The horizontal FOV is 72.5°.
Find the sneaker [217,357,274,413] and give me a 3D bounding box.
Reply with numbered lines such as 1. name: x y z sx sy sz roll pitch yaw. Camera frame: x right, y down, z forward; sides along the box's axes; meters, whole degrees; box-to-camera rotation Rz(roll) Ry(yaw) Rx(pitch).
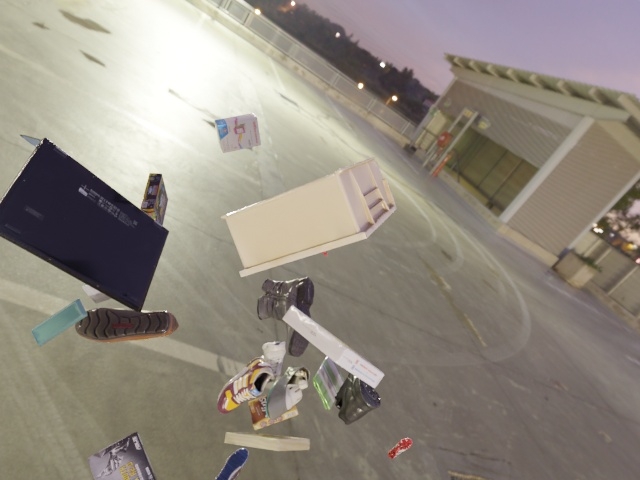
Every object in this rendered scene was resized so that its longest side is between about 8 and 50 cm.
1. sneaker: -0.210 0.414 1.211 0.069 0.185 0.084 47 -11 -34

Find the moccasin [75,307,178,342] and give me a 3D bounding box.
1. moccasin: -0.749 0.325 1.696 0.379 0.147 0.139 -6 71 -5

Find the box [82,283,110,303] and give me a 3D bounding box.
1. box: -0.896 0.181 1.784 0.101 0.087 0.102 -104 176 -52

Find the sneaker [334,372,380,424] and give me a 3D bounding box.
1. sneaker: 0.100 0.442 1.304 0.109 0.130 0.286 46 8 3

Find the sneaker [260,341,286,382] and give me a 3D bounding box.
1. sneaker: -0.197 0.513 1.844 0.109 0.292 0.118 0 55 -13

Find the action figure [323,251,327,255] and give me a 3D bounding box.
1. action figure: 0.000 0.000 1.496 0.030 0.038 0.115 -9 75 -42

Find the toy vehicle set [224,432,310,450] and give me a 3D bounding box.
1. toy vehicle set: -0.190 0.712 1.548 0.166 0.266 0.035 28 59 -45

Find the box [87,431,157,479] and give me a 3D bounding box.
1. box: -0.720 0.859 1.604 0.183 0.056 0.231 -23 70 -24

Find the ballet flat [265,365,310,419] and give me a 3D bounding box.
1. ballet flat: -0.069 0.353 1.039 0.213 0.068 0.072 -31 112 -77

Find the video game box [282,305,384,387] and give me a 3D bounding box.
1. video game box: 0.030 0.249 1.026 0.205 0.048 0.187 27 -15 46

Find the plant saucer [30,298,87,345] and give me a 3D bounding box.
1. plant saucer: -0.854 0.267 1.420 0.067 0.192 0.018 57 1 9

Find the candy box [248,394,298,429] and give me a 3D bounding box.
1. candy box: -0.196 0.693 1.803 0.186 0.053 0.109 -18 41 -9

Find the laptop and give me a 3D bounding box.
1. laptop: -0.622 -0.054 1.123 0.382 0.236 0.408 46 36 -41

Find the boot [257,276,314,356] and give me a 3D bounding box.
1. boot: -0.152 0.305 1.740 0.118 0.222 0.338 59 31 -45

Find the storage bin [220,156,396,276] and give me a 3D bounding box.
1. storage bin: -0.011 -0.055 0.871 0.123 0.262 0.260 68 26 -6

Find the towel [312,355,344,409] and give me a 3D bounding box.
1. towel: 0.023 0.437 1.363 0.113 0.023 0.152 65 26 -7

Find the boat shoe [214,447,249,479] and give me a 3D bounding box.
1. boat shoe: -0.350 0.907 1.719 0.066 0.066 0.183 25 48 27

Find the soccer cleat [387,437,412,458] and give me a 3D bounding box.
1. soccer cleat: 0.224 0.582 1.227 0.029 0.083 0.035 50 10 20

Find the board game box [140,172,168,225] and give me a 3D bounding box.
1. board game box: -0.591 -0.132 1.562 0.048 0.141 0.170 1 54 -6

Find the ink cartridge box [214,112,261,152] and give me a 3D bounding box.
1. ink cartridge box: -0.247 -0.324 1.313 0.122 0.089 0.052 -17 36 -17
